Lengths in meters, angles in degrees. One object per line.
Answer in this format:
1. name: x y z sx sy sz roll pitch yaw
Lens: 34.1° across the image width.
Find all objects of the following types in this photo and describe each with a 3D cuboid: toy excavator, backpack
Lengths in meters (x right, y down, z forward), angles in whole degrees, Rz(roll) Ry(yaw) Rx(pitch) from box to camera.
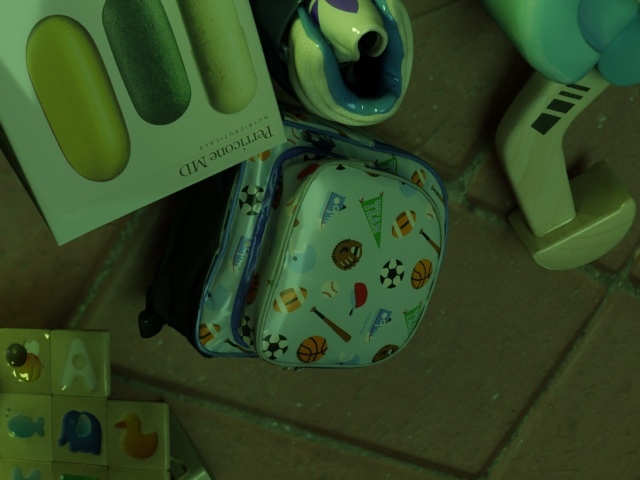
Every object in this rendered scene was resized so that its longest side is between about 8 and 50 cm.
1. toy excavator: 0.259 -0.205 1.037 0.433 0.222 0.445 25 119 -35
2. backpack: 0.000 0.000 0.991 0.263 0.213 0.277 5 111 -43

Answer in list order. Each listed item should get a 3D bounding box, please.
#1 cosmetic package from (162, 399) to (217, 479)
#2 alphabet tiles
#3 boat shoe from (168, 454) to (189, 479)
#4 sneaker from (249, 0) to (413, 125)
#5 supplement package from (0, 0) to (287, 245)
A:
1. cosmetic package: -0.237 0.323 1.076 0.296 0.129 0.153 -34 128 -10
2. alphabet tiles: -0.254 0.246 0.912 0.011 0.285 0.343 -3 92 -67
3. boat shoe: -0.196 0.218 0.952 0.104 0.285 0.089 -5 118 -61
4. sneaker: -0.015 -0.240 0.817 0.130 0.236 0.323 -29 127 -13
5. supplement package: -0.178 -0.181 0.782 0.199 0.198 0.263 -26 126 -15
